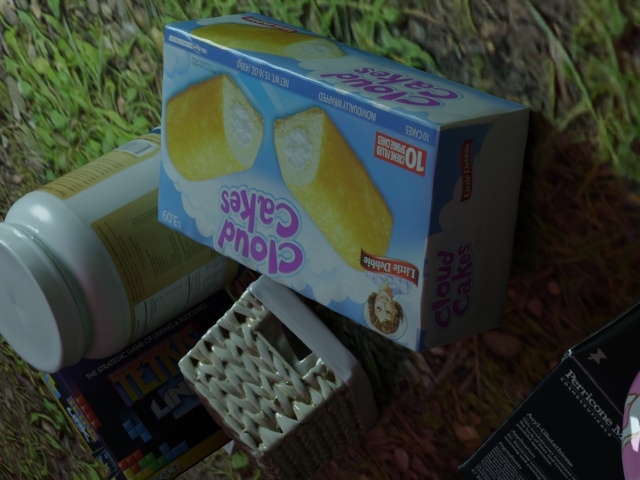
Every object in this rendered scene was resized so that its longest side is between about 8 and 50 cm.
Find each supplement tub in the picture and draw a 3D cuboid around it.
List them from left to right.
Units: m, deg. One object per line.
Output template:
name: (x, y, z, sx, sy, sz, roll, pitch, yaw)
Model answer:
supplement tub: (-0.162, 0.006, 1.202, 0.144, 0.200, 0.144, 34, 140, 34)

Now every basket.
basket: (-0.032, 0.115, 1.155, 0.113, 0.103, 0.167, 46, 169, 19)

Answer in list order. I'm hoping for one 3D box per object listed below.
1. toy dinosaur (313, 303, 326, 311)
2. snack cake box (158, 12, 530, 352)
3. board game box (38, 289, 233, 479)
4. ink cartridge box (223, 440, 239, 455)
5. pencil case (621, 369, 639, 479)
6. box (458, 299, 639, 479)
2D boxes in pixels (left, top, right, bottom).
toy dinosaur: (0.000, 0.000, 1.115, 0.183, 0.053, 0.092, -22, 96, 58)
snack cake box: (0.006, -0.047, 1.004, 0.264, 0.089, 0.152, 25, 119, 41)
board game box: (-0.131, 0.124, 1.285, 0.141, 0.170, 0.048, 56, 150, 3)
ink cartridge box: (-0.085, 0.165, 1.390, 0.083, 0.028, 0.048, 45, 146, 20)
pencil case: (0.286, 0.042, 0.665, 0.167, 0.160, 0.386, 40, 145, 5)
box: (0.229, 0.182, 0.909, 0.261, 0.103, 0.184, 50, 150, 14)
